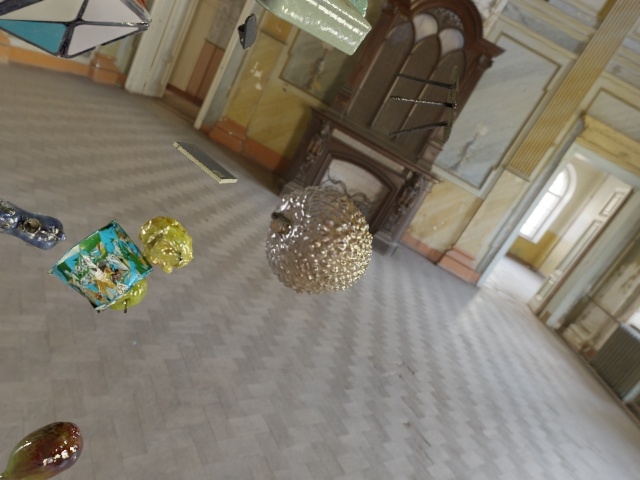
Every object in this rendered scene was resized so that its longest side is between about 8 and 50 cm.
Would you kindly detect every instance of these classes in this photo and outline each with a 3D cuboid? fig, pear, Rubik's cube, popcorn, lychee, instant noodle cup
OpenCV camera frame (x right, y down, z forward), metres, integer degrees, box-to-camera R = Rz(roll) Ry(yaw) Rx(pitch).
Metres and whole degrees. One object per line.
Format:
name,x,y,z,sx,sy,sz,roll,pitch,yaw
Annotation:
fig,-0.559,0.430,0.815,0.103,0.154,0.109,49,-15,38
pear,-0.745,0.191,1.558,0.180,0.166,0.216,-5,34,-39
Rubik's cube,-0.649,-0.665,0.994,0.305,0.309,0.308,-90,162,-82
popcorn,-0.756,0.020,2.014,0.286,0.252,0.215,45,-23,-27
lychee,0.000,0.000,1.423,0.431,0.381,0.380,21,18,-38
instant noodle cup,-0.613,0.079,1.183,0.178,0.240,0.240,50,13,-12

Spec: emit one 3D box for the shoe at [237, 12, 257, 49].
shoe,-0.250,-0.714,1.384,0.053,0.062,0.159,44,-16,-3

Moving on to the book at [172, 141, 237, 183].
book,-0.516,-0.352,1.863,0.269,0.025,0.191,39,13,2

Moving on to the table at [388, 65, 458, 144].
table,0.414,-0.574,1.687,0.248,0.318,0.317,6,14,9

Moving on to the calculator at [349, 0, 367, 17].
calculator,0.024,-0.827,1.448,0.294,0.184,0.042,-4,11,-15

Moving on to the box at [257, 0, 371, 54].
box,-0.096,-0.626,0.950,0.396,0.111,0.396,54,31,16

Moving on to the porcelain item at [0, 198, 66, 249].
porcelain item,-1.083,-0.061,1.506,0.186,0.138,0.288,6,-20,38
